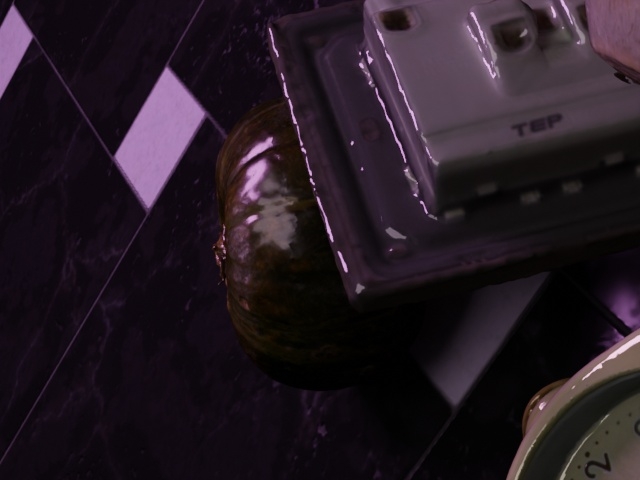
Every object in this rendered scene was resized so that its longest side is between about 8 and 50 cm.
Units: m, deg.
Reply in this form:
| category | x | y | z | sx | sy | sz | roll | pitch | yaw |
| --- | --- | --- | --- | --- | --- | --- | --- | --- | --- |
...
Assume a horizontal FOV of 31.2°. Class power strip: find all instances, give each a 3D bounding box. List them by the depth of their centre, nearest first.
| category | x | y | z | sx | sy | sz | roll | pitch | yaw |
| --- | --- | --- | --- | --- | --- | --- | --- | --- | --- |
| power strip | 0.109 | -0.096 | 0.708 | 0.092 | 0.257 | 0.251 | 87 | 168 | -57 |

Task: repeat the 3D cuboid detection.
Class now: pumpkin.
| category | x | y | z | sx | sy | sz | roll | pitch | yaw |
| --- | --- | --- | --- | --- | --- | --- | --- | --- | --- |
| pumpkin | 0.000 | 0.000 | 0.824 | 0.224 | 0.157 | 0.223 | 174 | 90 | -79 |

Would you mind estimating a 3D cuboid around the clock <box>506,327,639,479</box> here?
| category | x | y | z | sx | sy | sz | roll | pitch | yaw |
| --- | --- | --- | --- | --- | --- | --- | --- | --- | --- |
| clock | 0.190 | 0.165 | 0.592 | 0.308 | 0.096 | 0.235 | -34 | 51 | 36 |

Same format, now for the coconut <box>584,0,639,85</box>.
| category | x | y | z | sx | sy | sz | roll | pitch | yaw |
| --- | --- | --- | --- | --- | --- | --- | --- | --- | --- |
| coconut | 0.257 | -0.156 | 0.562 | 0.230 | 0.227 | 0.227 | -61 | 39 | 11 |
